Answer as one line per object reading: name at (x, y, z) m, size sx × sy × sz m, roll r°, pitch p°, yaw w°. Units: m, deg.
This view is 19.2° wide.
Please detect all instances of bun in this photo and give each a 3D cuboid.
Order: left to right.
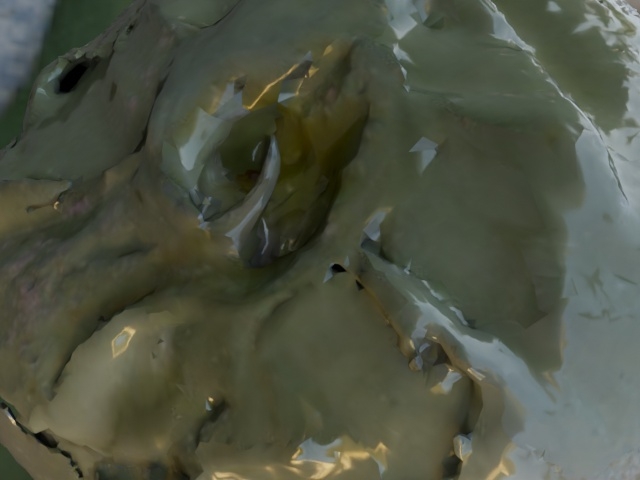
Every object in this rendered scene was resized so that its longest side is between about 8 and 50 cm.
bun at (0.000, 0.000, 0.561) m, size 0.141 × 0.239 × 0.239 m, roll 47°, pitch 48°, yaw -58°
